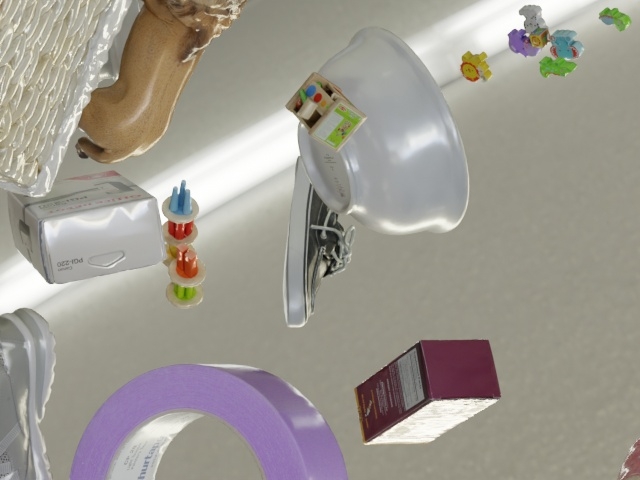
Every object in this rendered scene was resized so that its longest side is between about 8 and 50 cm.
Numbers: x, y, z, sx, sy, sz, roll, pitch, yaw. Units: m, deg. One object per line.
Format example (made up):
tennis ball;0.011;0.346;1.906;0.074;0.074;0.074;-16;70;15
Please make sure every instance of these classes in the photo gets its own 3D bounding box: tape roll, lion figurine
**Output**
tape roll;-0.111;0.258;1.461;0.275;0.274;0.090;-19;167;25
lion figurine;-0.187;-0.210;1.672;0.142;0.392;0.240;4;-150;-30

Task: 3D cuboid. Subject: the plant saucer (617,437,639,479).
plant saucer;0.496;0.416;1.995;0.084;0.332;0.332;-19;-164;-24

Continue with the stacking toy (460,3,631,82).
stacking toy;0.342;-0.295;2.268;0.221;0.052;0.167;11;-137;47

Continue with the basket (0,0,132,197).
basket;-0.380;-0.261;1.401;0.328;0.266;0.331;19;-98;18

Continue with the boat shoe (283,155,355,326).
boat shoe;0.000;0.002;2.355;0.105;0.113;0.306;6;-128;-1

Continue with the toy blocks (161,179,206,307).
toy blocks;-0.187;0.002;2.035;0.054;0.148;0.123;-5;-129;-12

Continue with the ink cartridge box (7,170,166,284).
ink cartridge box;-0.309;-0.020;1.948;0.159;0.092;0.218;-12;-162;-20

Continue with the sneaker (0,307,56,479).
sneaker;-0.350;0.208;1.548;0.115;0.281;0.105;-8;-162;-40

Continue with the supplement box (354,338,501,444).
supplement box;0.133;0.194;1.892;0.104;0.080;0.188;2;155;-27

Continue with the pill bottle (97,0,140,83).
pill bottle;-0.384;-0.244;1.890;0.319;0.176;0.176;-10;-161;-7

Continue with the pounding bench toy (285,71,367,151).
pounding bench toy;-0.005;-0.146;1.613;0.052;0.083;0.065;-49;-129;11

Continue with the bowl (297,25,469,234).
bowl;0.060;-0.124;1.984;0.134;0.297;0.298;-24;-162;-20
